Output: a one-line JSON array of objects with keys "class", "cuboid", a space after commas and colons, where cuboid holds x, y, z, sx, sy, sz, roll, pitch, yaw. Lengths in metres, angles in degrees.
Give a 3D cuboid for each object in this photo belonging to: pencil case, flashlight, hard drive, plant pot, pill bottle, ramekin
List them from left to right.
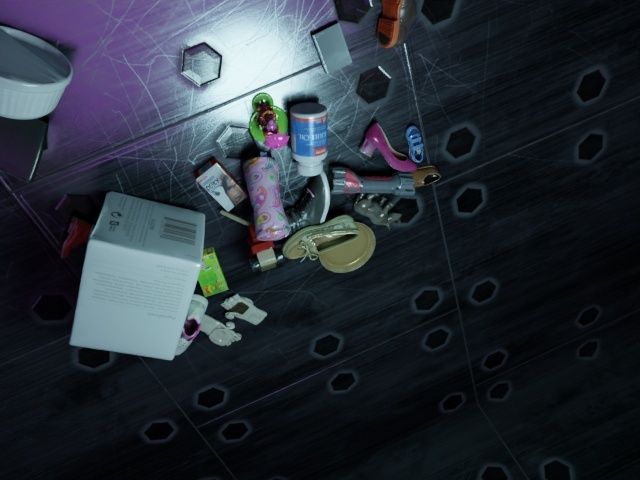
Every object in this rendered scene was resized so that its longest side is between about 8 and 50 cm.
[{"class": "ramekin", "cuboid": [-0.791, -0.424, 1.382, 0.273, 0.273, 0.127, 14, 128, -27]}, {"class": "plant pot", "cuboid": [-0.853, -0.294, 1.497, 0.188, 0.187, 0.167, 30, 97, -32]}, {"class": "pencil case", "cuboid": [-0.178, -0.141, 1.784, 0.124, 0.284, 0.124, -11, 169, -2]}, {"class": "pill bottle", "cuboid": [-0.037, -0.332, 1.788, 0.124, 0.124, 0.221, -11, 125, -13]}, {"class": "hard drive", "cuboid": [0.036, -0.604, 1.697, 0.094, 0.022, 0.135, -27, 127, -1]}, {"class": "plant pot", "cuboid": [0.101, 0.022, 2.128, 0.236, 0.032, 0.236, -10, 125, -14]}, {"class": "flashlight", "cuboid": [0.182, -0.214, 1.938, 0.304, 0.103, 0.103, -1, 101, -12]}]

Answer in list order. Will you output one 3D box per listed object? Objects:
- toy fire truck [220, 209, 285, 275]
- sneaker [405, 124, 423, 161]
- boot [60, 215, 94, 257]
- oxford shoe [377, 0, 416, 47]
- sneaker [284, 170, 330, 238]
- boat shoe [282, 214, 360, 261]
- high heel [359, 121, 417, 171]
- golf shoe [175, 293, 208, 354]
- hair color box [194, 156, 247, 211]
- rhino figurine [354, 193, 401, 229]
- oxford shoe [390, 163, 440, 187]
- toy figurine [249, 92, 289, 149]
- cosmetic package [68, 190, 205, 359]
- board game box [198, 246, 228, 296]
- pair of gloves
[{"class": "toy fire truck", "cuboid": [-0.239, -0.005, 1.919, 0.158, 0.217, 0.246, -18, 84, -7]}, {"class": "sneaker", "cuboid": [0.346, -0.348, 1.953, 0.053, 0.059, 0.144, -21, 126, -3]}, {"class": "boot", "cuboid": [-0.803, 0.000, 1.777, 0.084, 0.059, 0.158, 20, 113, -34]}, {"class": "oxford shoe", "cuboid": [0.248, -0.736, 1.658, 0.098, 0.097, 0.271, -16, 133, -34]}, {"class": "sneaker", "cuboid": [-0.060, -0.115, 1.932, 0.147, 0.104, 0.296, -4, 128, -23]}, {"class": "boat shoe", "cuboid": [0.000, 0.000, 1.937, 0.285, 0.089, 0.104, -26, 140, 0]}, {"class": "high heel", "cuboid": [0.264, -0.330, 1.925, 0.244, 0.082, 0.117, 22, 122, -17]}, {"class": "golf shoe", "cuboid": [-0.520, 0.343, 2.040, 0.115, 0.140, 0.306, 18, 121, -18]}, {"class": "hair color box", "cuboid": [-0.335, -0.187, 1.821, 0.093, 0.053, 0.167, -38, 127, 6]}, {"class": "rhino figurine", "cuboid": [0.224, -0.113, 2.057, 0.243, 0.073, 0.106, 31, 104, -34]}, {"class": "oxford shoe", "cuboid": [0.348, -0.229, 2.025, 0.212, 0.076, 0.076, -18, 128, -5]}, {"class": "toy figurine", "cuboid": [-0.153, -0.361, 1.705, 0.130, 0.159, 0.173, -18, 126, -8]}, {"class": "cosmetic package", "cuboid": [-0.580, 0.115, 1.739, 0.327, 0.329, 0.394, 13, 117, -18]}, {"class": "board game box", "cuboid": [-0.413, 0.118, 2.000, 0.092, 0.043, 0.181, -18, 126, -7]}, {"class": "pair of gloves", "cuboid": [-0.358, 0.325, 2.157, 0.240, 0.042, 0.204, -38, 126, 8]}]
